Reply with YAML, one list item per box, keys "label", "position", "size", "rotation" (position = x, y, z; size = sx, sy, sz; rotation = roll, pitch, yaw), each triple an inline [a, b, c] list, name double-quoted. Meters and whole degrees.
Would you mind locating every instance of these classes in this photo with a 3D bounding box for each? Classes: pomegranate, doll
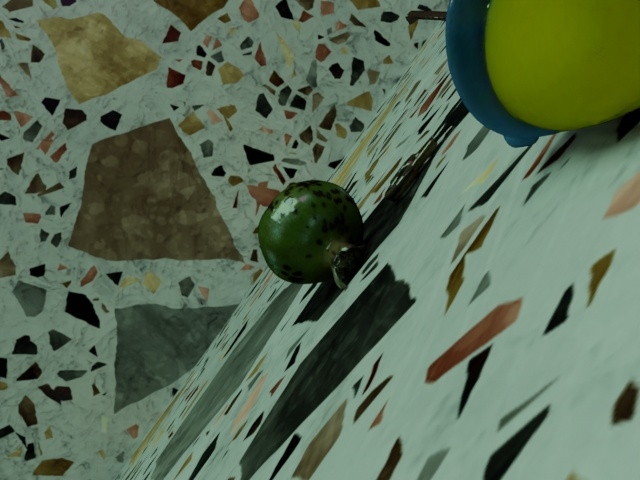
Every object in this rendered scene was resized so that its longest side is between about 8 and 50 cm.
- label: "pomegranate"
  position: [0.000, 0.000, 0.993]
  size: [0.122, 0.122, 0.161]
  rotation: [-54, 43, 5]
- label: "doll"
  position: [0.140, -0.140, 0.405]
  size: [0.363, 0.145, 0.199]
  rotation: [106, 162, -64]

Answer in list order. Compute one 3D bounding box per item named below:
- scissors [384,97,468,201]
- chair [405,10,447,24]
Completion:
- label: "scissors"
  position: [0.143, -0.132, 0.987]
  size: [0.220, 0.017, 0.088]
  rotation: [-52, 2, 25]
- label: "chair"
  position: [0.223, -0.300, 0.835]
  size: [0.326, 0.183, 0.175]
  rotation: [22, 69, 38]
